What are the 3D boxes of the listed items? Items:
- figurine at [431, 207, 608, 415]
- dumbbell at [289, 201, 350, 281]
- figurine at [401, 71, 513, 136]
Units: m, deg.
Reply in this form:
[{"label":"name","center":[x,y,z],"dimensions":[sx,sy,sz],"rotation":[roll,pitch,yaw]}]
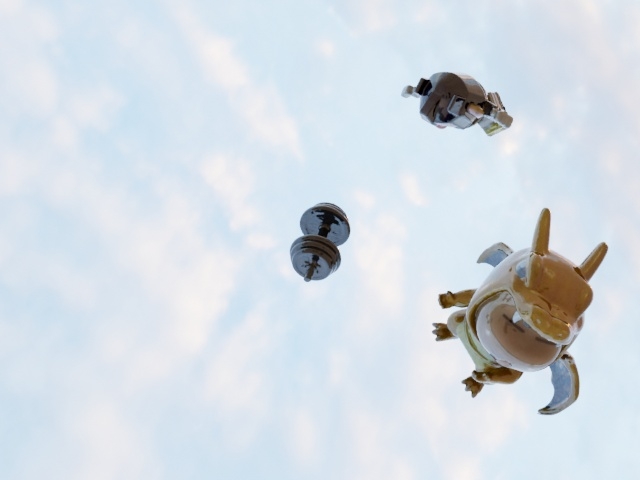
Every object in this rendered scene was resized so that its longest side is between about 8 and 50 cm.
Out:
[{"label":"figurine","center":[0.404,0.140,1.459],"dimensions":[0.267,0.387,0.401],"rotation":[2,-123,-19]},{"label":"dumbbell","center":[0.000,0.000,1.268],"dimensions":[0.099,0.099,0.209],"rotation":[36,-138,-16]},{"label":"figurine","center":[0.341,-0.341,1.720],"dimensions":[0.308,0.308,0.143],"rotation":[4,-89,-33]}]
